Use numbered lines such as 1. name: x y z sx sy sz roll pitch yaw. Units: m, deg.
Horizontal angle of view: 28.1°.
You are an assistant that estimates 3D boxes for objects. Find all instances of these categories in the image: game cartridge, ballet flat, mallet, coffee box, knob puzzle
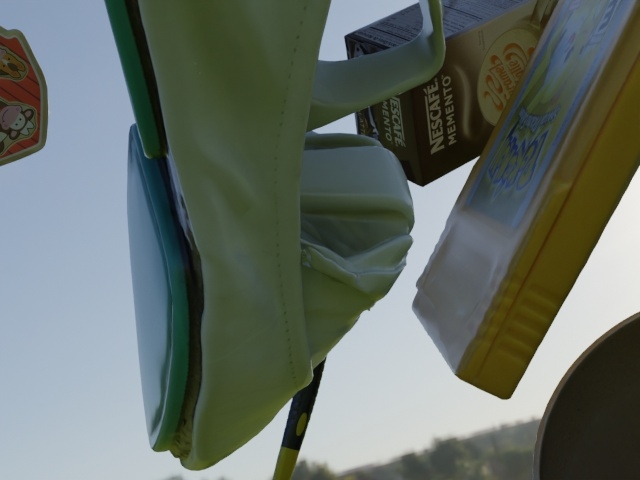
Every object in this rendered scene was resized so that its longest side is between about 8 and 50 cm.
1. game cartridge: 0.162 -0.068 0.893 0.052 0.324 0.285 28 4 -5
2. ballet flat: -0.018 -0.039 0.494 0.139 0.139 0.400 -12 -41 -12
3. mallet: -0.015 0.155 0.900 0.062 0.190 0.039 25 -6 -26
4. coffee box: 0.154 -0.171 1.254 0.246 0.141 0.098 -29 37 -26
5. knob puzzle: -0.401 -0.163 1.479 0.213 0.213 0.030 -13 17 -9

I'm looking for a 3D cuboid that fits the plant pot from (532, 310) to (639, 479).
1. plant pot: 0.294 0.197 0.853 0.284 0.284 0.191 -16 -43 4
